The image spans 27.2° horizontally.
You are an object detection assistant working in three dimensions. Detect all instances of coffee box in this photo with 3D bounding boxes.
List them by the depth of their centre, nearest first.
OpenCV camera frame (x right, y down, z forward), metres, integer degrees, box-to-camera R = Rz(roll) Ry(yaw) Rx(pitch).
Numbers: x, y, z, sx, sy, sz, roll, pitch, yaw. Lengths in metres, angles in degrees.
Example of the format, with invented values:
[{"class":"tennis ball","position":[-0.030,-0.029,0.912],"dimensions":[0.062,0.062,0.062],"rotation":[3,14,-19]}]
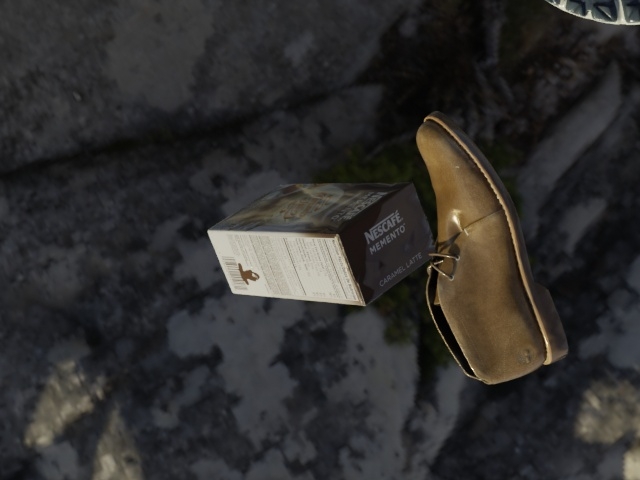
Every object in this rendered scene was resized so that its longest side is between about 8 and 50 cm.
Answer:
[{"class":"coffee box","position":[0.000,0.000,1.611],"dimensions":[0.141,0.246,0.098],"rotation":[-35,114,-36]}]

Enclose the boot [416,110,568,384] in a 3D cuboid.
[{"class":"boot","position":[0.158,0.011,1.434],"dimensions":[0.115,0.112,0.305],"rotation":[-24,93,-8]}]

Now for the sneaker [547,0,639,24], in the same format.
[{"class":"sneaker","position":[0.298,-0.212,1.025],"dimensions":[0.122,0.282,0.110],"rotation":[15,76,-72]}]
